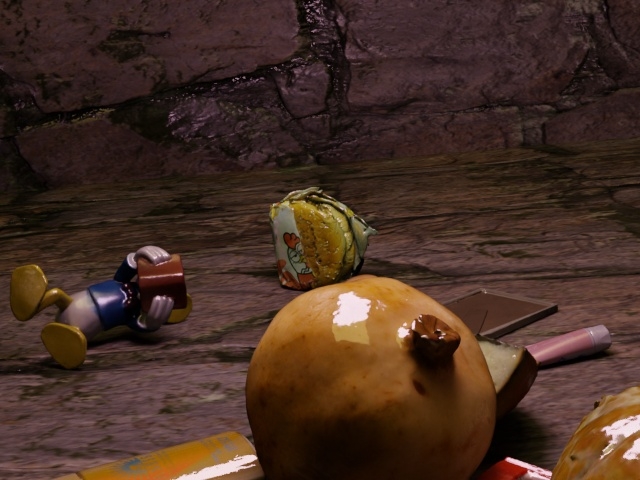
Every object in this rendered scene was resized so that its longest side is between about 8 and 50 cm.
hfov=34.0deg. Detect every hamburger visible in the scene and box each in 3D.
[{"bbox_3d":[0.004,0.000,2.119,0.235,0.214,0.125,11,32,33],"label":"hamburger"}]

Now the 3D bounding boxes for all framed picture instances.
[{"bbox_3d":[0.271,0.133,1.859,0.260,0.023,0.189,-17,18,-37],"label":"framed picture"}]

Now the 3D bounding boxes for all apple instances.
[{"bbox_3d":[0.142,0.178,1.428,0.346,0.179,0.254,9,32,39],"label":"apple"}]

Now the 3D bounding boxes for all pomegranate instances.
[{"bbox_3d":[0.051,0.191,1.212,0.308,0.307,0.307,-5,14,1],"label":"pomegranate"}]

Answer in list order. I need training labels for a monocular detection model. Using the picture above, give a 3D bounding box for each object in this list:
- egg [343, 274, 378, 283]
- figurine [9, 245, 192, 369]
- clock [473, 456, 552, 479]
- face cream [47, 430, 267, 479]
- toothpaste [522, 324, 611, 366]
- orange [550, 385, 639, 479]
[{"bbox_3d":[0.076,0.102,1.936,0.097,0.080,0.080,2,16,15],"label":"egg"},{"bbox_3d":[-0.355,0.092,1.939,0.284,0.204,0.338,-27,-7,20],"label":"figurine"},{"bbox_3d":[0.242,0.302,1.145,0.155,0.061,0.113,11,21,39],"label":"clock"},{"bbox_3d":[-0.219,0.305,1.281,0.285,0.067,0.139,-12,13,-22],"label":"face cream"},{"bbox_3d":[0.359,0.175,1.640,0.195,0.042,0.067,-13,17,-8],"label":"toothpaste"},{"bbox_3d":[0.356,0.258,0.899,0.330,0.249,0.329,0,20,0],"label":"orange"}]
